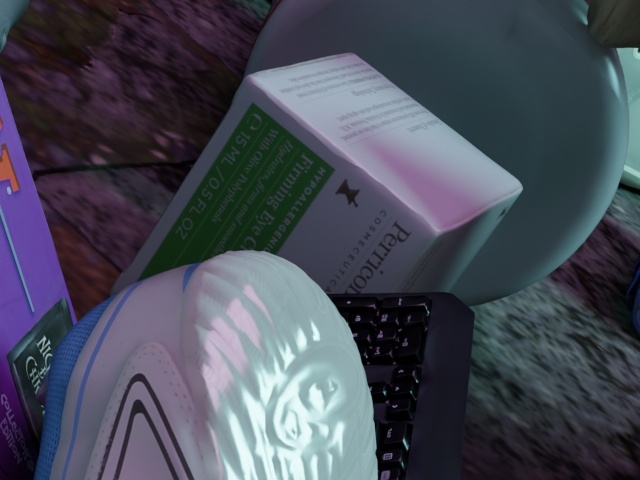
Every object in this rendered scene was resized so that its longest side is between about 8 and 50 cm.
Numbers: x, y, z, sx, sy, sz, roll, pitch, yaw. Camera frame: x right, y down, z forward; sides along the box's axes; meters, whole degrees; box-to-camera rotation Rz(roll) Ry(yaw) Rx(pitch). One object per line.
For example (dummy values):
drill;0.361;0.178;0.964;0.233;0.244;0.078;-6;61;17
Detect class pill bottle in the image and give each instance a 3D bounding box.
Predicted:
pill bottle;0.055;-0.093;0.845;0.161;0.161;0.283;32;20;-8

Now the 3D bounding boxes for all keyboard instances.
keyboard;-0.015;0.067;0.472;0.100;0.038;0.192;-6;33;13

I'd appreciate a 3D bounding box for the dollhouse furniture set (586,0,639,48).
dollhouse furniture set;0.314;-0.029;0.567;0.394;0.256;0.362;1;65;-11

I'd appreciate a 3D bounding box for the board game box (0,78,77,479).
board game box;-0.139;-0.072;0.357;0.208;0.056;0.347;-67;143;-72

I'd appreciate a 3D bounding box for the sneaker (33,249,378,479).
sneaker;-0.027;0.111;0.363;0.085;0.086;0.237;30;42;-34

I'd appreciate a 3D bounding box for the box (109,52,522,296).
box;0.000;0.000;0.639;0.087;0.101;0.102;39;22;11

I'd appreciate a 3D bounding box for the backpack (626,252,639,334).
backpack;0.253;0.013;0.977;0.158;0.117;0.173;34;21;0

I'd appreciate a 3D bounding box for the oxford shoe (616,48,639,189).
oxford shoe;0.168;-0.171;1.085;0.449;0.130;0.169;42;55;-36

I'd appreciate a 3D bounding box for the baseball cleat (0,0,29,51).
baseball cleat;-0.136;-0.042;0.596;0.109;0.072;0.206;49;25;-1
